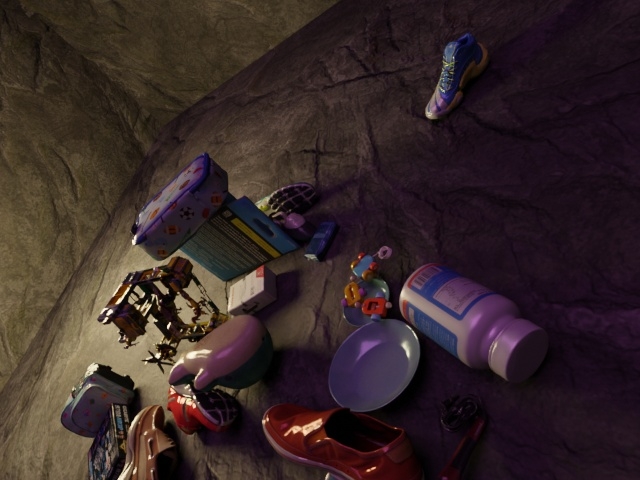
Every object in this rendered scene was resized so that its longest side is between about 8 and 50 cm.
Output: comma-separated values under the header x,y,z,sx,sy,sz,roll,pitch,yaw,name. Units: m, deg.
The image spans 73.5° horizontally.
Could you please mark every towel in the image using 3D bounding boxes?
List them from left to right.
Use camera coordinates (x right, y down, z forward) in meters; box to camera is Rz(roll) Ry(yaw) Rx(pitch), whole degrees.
x,y,z,sx,sy,sz,roll,pitch,yaw,name
0.000,0.000,1.166,0.067,0.029,0.120,3,60,49,towel

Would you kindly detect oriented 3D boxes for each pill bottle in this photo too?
x,y,z,sx,sy,sz,roll,pitch,yaw,name
0.243,0.131,0.700,0.124,0.124,0.221,-50,35,-3,pill bottle

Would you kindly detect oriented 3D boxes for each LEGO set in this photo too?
x,y,z,sx,sy,sz,roll,pitch,yaw,name
-0.398,0.218,1.113,0.254,0.332,0.192,-5,39,14,LEGO set

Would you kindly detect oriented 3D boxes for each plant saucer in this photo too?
x,y,z,sx,sy,sz,roll,pitch,yaw,name
0.103,0.136,0.932,0.119,0.021,0.119,-28,40,27,plant saucer
0.105,0.237,0.805,0.194,0.037,0.195,-30,29,19,plant saucer

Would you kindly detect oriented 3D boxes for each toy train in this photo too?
x,y,z,sx,sy,sz,roll,pitch,yaw,name
0.111,0.098,0.905,0.125,0.046,0.167,-12,51,38,toy train

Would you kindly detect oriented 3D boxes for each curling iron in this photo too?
x,y,z,sx,sy,sz,roll,pitch,yaw,name
0.166,0.337,0.606,0.068,0.035,0.274,8,47,38,curling iron

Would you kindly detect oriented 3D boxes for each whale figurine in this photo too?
x,y,z,sx,sy,sz,roll,pitch,yaw,name
-0.232,0.291,1.027,0.271,0.141,0.216,-26,20,21,whale figurine

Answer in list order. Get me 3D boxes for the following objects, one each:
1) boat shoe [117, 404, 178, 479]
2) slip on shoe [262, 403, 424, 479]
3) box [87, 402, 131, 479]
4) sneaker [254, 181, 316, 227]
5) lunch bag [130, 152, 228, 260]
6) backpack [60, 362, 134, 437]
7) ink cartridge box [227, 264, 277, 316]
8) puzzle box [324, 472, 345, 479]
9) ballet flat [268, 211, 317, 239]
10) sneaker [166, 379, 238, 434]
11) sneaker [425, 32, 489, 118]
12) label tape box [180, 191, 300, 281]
x,y,z,sx,sy,sz,roll,pitch,yaw,name
-0.400,0.531,1.033,0.116,0.123,0.324,-11,28,-6,boat shoe
0.023,0.328,0.729,0.331,0.123,0.102,-1,101,46,slip on shoe
-0.569,0.582,1.163,0.220,0.051,0.175,32,97,55,box
-0.129,-0.129,1.370,0.275,0.107,0.110,-19,35,35,sneaker
-0.391,-0.097,1.187,0.303,0.115,0.243,-38,33,11,lunch bag
-0.676,0.497,1.295,0.188,0.165,0.144,-51,25,0,backpack
-0.190,0.148,1.204,0.135,0.056,0.099,-33,38,20,ink cartridge box
0.040,0.562,0.566,0.272,0.052,0.409,1,57,48,puzzle box
-0.090,-0.050,1.262,0.203,0.074,0.074,17,69,50,ballet flat
-0.295,0.419,1.047,0.278,0.107,0.119,3,77,52,sneaker
0.342,-0.445,1.141,0.240,0.126,0.091,-52,35,-6,sneaker
-0.251,-0.027,1.277,0.333,0.240,0.106,-24,40,29,label tape box
